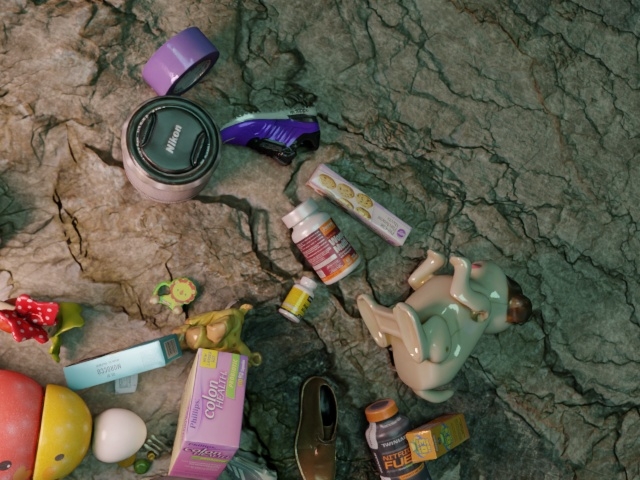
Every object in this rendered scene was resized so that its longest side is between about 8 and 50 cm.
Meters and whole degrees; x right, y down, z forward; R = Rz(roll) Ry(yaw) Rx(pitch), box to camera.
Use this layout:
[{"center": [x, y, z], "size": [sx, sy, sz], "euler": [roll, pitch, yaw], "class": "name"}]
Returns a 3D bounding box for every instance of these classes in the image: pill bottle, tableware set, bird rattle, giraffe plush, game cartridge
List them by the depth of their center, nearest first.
[{"center": [-0.654, 0.183, 1.254], "size": [0.207, 0.253, 0.143], "euler": [15, 79, 9], "class": "bird rattle"}, {"center": [-0.466, 0.497, 1.387], "size": [0.154, 0.024, 0.104], "euler": [39, 78, -11], "class": "tableware set"}, {"center": [-0.479, 0.334, 1.402], "size": [0.056, 0.017, 0.083], "euler": [-2, 85, -14], "class": "game cartridge"}, {"center": [-0.243, 0.265, 1.427], "size": [0.210, 0.182, 0.170], "euler": [-29, 106, -52], "class": "giraffe plush"}, {"center": [-0.057, 0.157, 1.527], "size": [0.065, 0.065, 0.116], "euler": [34, 76, -12], "class": "pill bottle"}, {"center": [0.000, 0.000, 1.532], "size": [0.121, 0.121, 0.221], "euler": [-38, 96, -17], "class": "pill bottle"}, {"center": [0.200, 0.558, 1.533], "size": [0.131, 0.130, 0.245], "euler": [-21, 90, -18], "class": "pill bottle"}]

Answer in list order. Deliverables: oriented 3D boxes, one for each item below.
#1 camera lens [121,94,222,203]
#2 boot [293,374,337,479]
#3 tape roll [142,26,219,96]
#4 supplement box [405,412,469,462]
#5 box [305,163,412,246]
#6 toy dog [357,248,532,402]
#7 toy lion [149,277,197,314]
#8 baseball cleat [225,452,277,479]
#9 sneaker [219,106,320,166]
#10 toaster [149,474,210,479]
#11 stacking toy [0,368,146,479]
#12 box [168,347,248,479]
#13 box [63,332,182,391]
[{"center": [-0.359, -0.207, 1.359], "size": [0.220, 0.274, 0.219], "euler": [2, 84, -18], "class": "camera lens"}, {"center": [-0.002, 0.515, 1.483], "size": [0.113, 0.115, 0.305], "euler": [-2, 86, -20], "class": "boot"}, {"center": [-0.350, -0.442, 1.431], "size": [0.189, 0.189, 0.080], "euler": [-44, 97, -17], "class": "tape roll"}, {"center": [0.319, 0.528, 1.533], "size": [0.233, 0.080, 0.078], "euler": [3, 70, -53], "class": "supplement box"}, {"center": [0.109, -0.097, 1.606], "size": [0.324, 0.063, 0.067], "euler": [35, 77, -11], "class": "box"}, {"center": [0.378, 0.210, 1.551], "size": [0.408, 0.285, 0.395], "euler": [-27, 93, -20], "class": "toy dog"}, {"center": [-0.371, 0.135, 1.450], "size": [0.100, 0.034, 0.096], "euler": [27, 70, -13], "class": "toy lion"}, {"center": [-0.212, 0.591, 1.431], "size": [0.206, 0.072, 0.109], "euler": [29, 83, -9], "class": "baseball cleat"}, {"center": [-0.130, -0.268, 1.529], "size": [0.294, 0.102, 0.146], "euler": [-13, 89, -18], "class": "sneaker"}, {"center": [-0.315, 0.653, 1.371], "size": [0.186, 0.110, 0.167], "euler": [-6, 87, -18], "class": "toaster"}, {"center": [-0.613, 0.405, 1.200], "size": [0.480, 0.351, 0.350], "euler": [6, 82, -24], "class": "stacking toy"}, {"center": [-0.258, 0.404, 1.307], "size": [0.118, 0.243, 0.213], "euler": [13, 48, -14], "class": "box"}, {"center": [-0.456, 0.282, 1.319], "size": [0.245, 0.100, 0.060], "euler": [-17, 88, 8], "class": "box"}]
